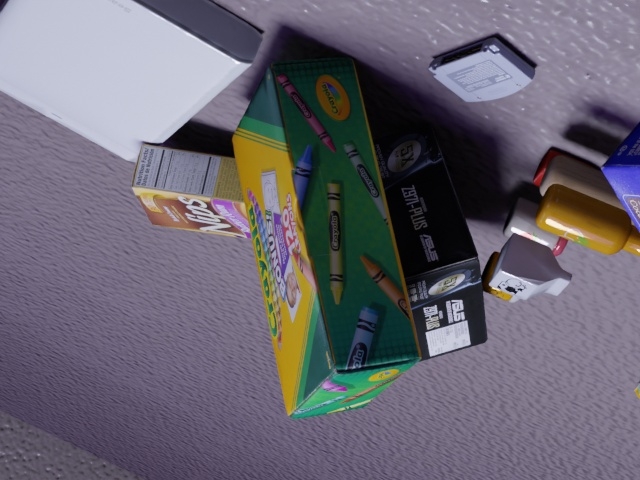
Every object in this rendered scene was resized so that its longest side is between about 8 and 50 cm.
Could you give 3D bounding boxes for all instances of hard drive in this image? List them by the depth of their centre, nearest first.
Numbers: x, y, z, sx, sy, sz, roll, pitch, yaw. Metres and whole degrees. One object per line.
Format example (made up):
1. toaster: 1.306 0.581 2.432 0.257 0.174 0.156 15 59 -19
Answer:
1. hard drive: -0.202 -0.175 1.498 0.203 0.040 0.307 29 156 -16

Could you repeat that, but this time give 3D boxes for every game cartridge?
1. game cartridge: 0.134 -0.138 1.313 0.056 0.017 0.083 38 152 -25

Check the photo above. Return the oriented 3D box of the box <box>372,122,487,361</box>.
1. box: 0.093 0.006 1.472 0.078 0.147 0.180 -17 150 0

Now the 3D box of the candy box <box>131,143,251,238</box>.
1. candy box: -0.087 -0.042 1.617 0.187 0.053 0.109 9 161 9

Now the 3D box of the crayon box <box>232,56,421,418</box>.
1. crayon box: 0.000 0.000 1.407 0.081 0.278 0.165 -7 163 -17

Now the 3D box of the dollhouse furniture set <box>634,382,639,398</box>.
1. dollhouse furniture set: 0.409 0.193 1.727 0.152 0.058 0.076 17 156 12

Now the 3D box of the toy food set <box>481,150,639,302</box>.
1. toy food set: 0.223 -0.003 1.402 0.105 0.111 0.232 23 156 -1

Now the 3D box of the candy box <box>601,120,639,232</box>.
1. candy box: 0.400 0.011 1.126 0.317 0.122 0.268 7 140 52
